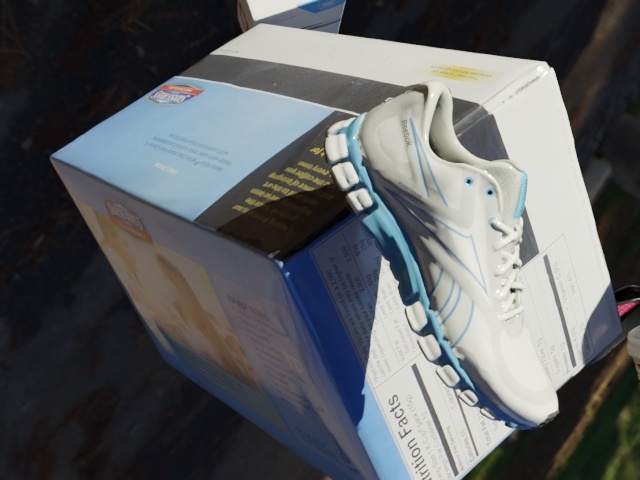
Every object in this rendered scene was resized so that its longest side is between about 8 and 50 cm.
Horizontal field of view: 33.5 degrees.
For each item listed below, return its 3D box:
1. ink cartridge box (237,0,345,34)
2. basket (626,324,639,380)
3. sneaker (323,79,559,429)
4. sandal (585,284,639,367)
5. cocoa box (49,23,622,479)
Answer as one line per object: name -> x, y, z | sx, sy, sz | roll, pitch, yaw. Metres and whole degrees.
ink cartridge box -> -0.033, -0.250, 1.154 | 0.104, 0.060, 0.180 | -20, 174, -5
basket -> 0.353, 0.118, 0.872 | 0.113, 0.167, 0.103 | -24, 109, -20
sneaker -> 0.078, 0.003, 0.540 | 0.083, 0.190, 0.071 | -33, 172, 26
sandal -> 0.295, 0.067, 1.052 | 0.179, 0.040, 0.067 | -43, -172, 18
cocoa box -> 0.000, 0.000, 0.791 | 0.228, 0.347, 0.231 | -37, 122, -22
